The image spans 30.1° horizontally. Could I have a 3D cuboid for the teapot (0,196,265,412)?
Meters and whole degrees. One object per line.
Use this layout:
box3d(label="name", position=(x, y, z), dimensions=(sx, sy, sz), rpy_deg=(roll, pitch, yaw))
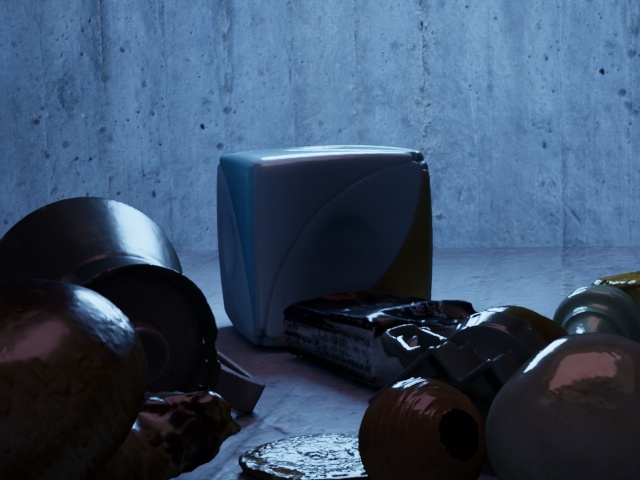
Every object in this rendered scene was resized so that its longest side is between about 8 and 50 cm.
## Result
box3d(label="teapot", position=(-0.271, 0.127, 1.654), dimensions=(0.376, 0.305, 0.362), rpy_deg=(28, 1, -28))

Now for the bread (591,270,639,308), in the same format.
box3d(label="bread", position=(0.602, 0.111, 2.027), dimensions=(0.294, 0.132, 0.167), rpy_deg=(-8, 8, -37))

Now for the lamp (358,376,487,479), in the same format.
box3d(label="lamp", position=(0.106, 0.210, 1.237), dimensions=(0.136, 0.136, 0.136), rpy_deg=(-2, 6, 0))

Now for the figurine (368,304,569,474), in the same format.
box3d(label="figurine", position=(0.223, 0.166, 1.453), dimensions=(0.342, 0.167, 0.285), rpy_deg=(31, 25, 19))

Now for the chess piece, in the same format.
box3d(label="chess piece", position=(0.380, 0.168, 1.714), dimensions=(0.139, 0.139, 0.271), rpy_deg=(1, 18, 24))

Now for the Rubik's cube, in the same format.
box3d(label="Rubik's cube", position=(0.000, 0.000, 2.228), dimensions=(0.347, 0.352, 0.351), rpy_deg=(-3, 9, -15))

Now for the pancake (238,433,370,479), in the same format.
box3d(label="pancake", position=(0.005, 0.254, 1.381), dimensions=(0.199, 0.021, 0.199), rpy_deg=(-2, 6, 0))

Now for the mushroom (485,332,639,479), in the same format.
box3d(label="mushroom", position=(0.261, 0.205, 1.166), dimensions=(0.206, 0.209, 0.206), rpy_deg=(7, 33, -5))

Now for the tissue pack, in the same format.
box3d(label="tissue pack", position=(0.111, 0.145, 1.906), dimensions=(0.245, 0.123, 0.332), rpy_deg=(-7, 8, -25))

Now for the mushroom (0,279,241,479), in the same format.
box3d(label="mushroom", position=(-0.311, 0.203, 1.209), dimensions=(0.331, 0.356, 0.334), rpy_deg=(3, 45, 22))
